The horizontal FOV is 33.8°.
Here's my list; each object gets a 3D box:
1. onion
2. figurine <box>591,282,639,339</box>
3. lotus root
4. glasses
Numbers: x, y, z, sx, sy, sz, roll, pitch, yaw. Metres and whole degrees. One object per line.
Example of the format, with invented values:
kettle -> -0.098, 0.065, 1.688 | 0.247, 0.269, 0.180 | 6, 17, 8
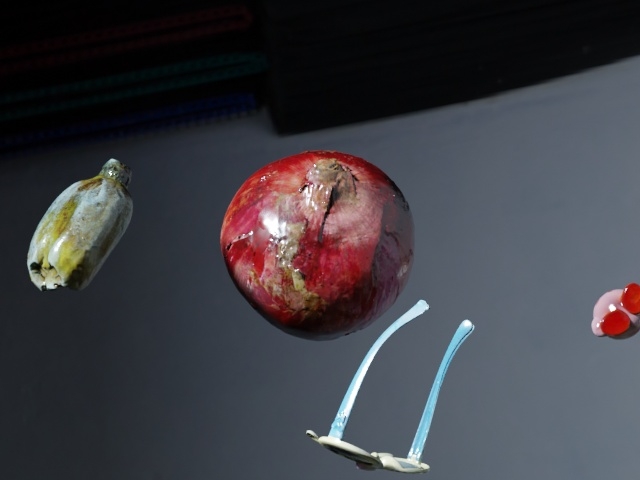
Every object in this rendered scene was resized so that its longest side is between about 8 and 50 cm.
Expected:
onion -> 0.000, 0.000, 1.451 | 0.276, 0.276, 0.276 | 169, 90, -87
figurine -> 0.396, 0.100, 1.400 | 0.067, 0.083, 0.071 | 54, 173, 2
lotus root -> -0.289, -0.020, 1.301 | 0.088, 0.113, 0.192 | 48, -128, -33
glasses -> 0.111, 0.191, 1.269 | 0.088, 0.220, 0.189 | 39, -172, 40
